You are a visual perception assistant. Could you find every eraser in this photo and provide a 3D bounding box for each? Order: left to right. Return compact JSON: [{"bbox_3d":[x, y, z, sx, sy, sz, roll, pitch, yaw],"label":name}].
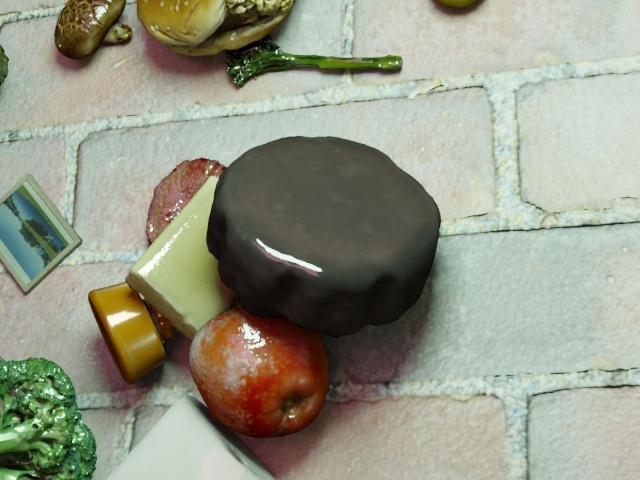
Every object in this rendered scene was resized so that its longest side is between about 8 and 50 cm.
[{"bbox_3d":[-0.196,0.345,1.660,0.270,0.095,0.174,-47,63,-1],"label":"eraser"}]

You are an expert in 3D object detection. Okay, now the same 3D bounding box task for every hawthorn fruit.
[{"bbox_3d":[-0.072,0.158,1.643,0.173,0.173,0.173,-7,70,18],"label":"hawthorn fruit"}]

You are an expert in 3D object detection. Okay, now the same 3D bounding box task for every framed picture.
[{"bbox_3d":[-0.415,-0.011,1.911,0.109,0.011,0.149,-43,63,1],"label":"framed picture"}]

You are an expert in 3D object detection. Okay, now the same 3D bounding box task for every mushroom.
[{"bbox_3d":[-0.332,-0.318,1.946,0.109,0.085,0.126,24,76,26],"label":"mushroom"}]

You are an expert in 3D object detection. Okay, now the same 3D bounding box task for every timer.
[{"bbox_3d":[-0.207,0.097,1.751,0.152,0.132,0.132,-24,63,-14],"label":"timer"}]

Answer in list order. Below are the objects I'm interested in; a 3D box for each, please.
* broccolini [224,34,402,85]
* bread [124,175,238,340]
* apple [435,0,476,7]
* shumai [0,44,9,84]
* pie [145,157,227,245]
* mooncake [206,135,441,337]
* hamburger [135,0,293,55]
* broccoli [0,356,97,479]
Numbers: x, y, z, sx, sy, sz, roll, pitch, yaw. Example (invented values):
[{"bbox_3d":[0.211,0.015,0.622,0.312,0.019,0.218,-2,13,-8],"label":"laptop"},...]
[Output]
[{"bbox_3d":[-0.010,-0.245,1.839,0.254,0.071,0.057,5,32,15],"label":"broccolini"},{"bbox_3d":[-0.149,0.026,1.715,0.178,0.139,0.060,-50,16,-30],"label":"bread"},{"bbox_3d":[0.177,-0.349,1.775,0.089,0.074,0.089,-7,70,20],"label":"apple"},{"bbox_3d":[-0.564,-0.181,1.975,0.222,0.203,0.272,11,41,21],"label":"shumai"},{"bbox_3d":[-0.167,-0.040,1.813,0.153,0.038,0.153,-6,70,16],"label":"pie"},{"bbox_3d":[0.000,0.000,1.625,0.283,0.141,0.283,8,38,-6],"label":"mooncake"},{"bbox_3d":[-0.145,-0.362,1.845,0.243,0.146,0.286,-41,47,11],"label":"hamburger"},{"bbox_3d":[-0.416,0.270,1.679,0.270,0.270,0.270,2,95,25],"label":"broccoli"}]
